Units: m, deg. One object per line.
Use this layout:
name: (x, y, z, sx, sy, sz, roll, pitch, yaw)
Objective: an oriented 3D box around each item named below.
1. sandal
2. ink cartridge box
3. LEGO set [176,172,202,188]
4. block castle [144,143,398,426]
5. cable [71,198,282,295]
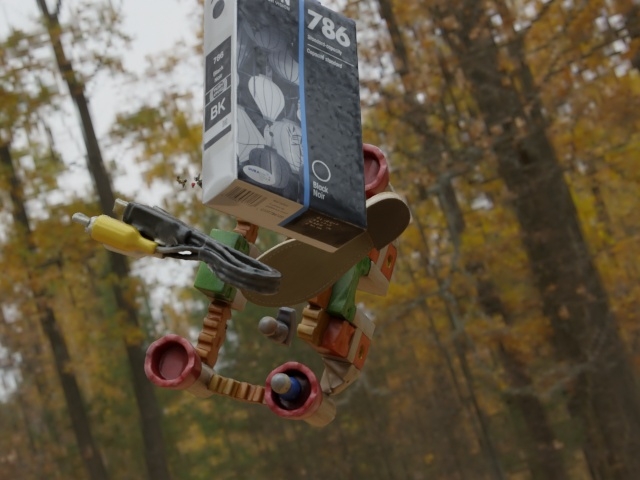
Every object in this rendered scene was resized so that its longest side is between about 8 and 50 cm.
sandal: (0.003, 0.005, 1.648, 0.240, 0.088, 0.079, -29, 23, 2)
ink cartridge box: (-0.038, -0.163, 1.285, 0.165, 0.333, 0.065, 19, -37, -34)
LEGO set: (-0.192, -0.088, 2.033, 0.083, 0.023, 0.054, -8, -27, 34)
block castle: (-0.069, 0.053, 2.007, 0.303, 0.453, 0.213, 12, -16, 22)
cable: (-0.156, 0.020, 1.516, 0.287, 0.072, 0.139, 26, 7, 28)
